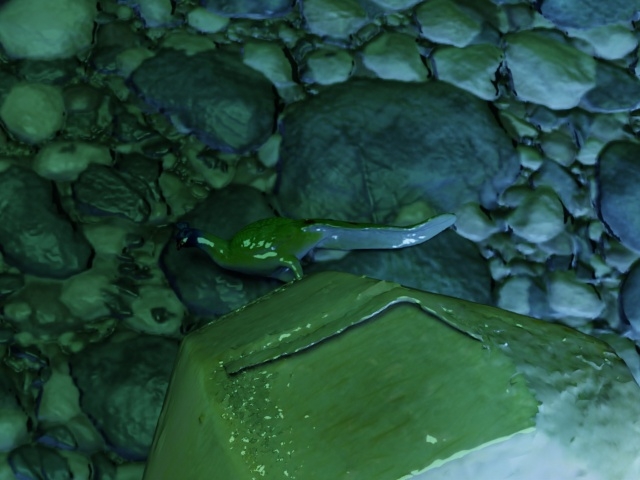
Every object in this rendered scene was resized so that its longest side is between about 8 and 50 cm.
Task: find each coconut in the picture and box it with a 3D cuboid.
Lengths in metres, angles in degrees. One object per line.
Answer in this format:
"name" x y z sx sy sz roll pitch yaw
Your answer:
"coconut" 0.040 0.176 1.193 0.353 0.352 0.352 0 61 0

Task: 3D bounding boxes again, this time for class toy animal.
"toy animal" 0.000 0.015 1.434 0.217 0.041 0.075 -2 60 -6
